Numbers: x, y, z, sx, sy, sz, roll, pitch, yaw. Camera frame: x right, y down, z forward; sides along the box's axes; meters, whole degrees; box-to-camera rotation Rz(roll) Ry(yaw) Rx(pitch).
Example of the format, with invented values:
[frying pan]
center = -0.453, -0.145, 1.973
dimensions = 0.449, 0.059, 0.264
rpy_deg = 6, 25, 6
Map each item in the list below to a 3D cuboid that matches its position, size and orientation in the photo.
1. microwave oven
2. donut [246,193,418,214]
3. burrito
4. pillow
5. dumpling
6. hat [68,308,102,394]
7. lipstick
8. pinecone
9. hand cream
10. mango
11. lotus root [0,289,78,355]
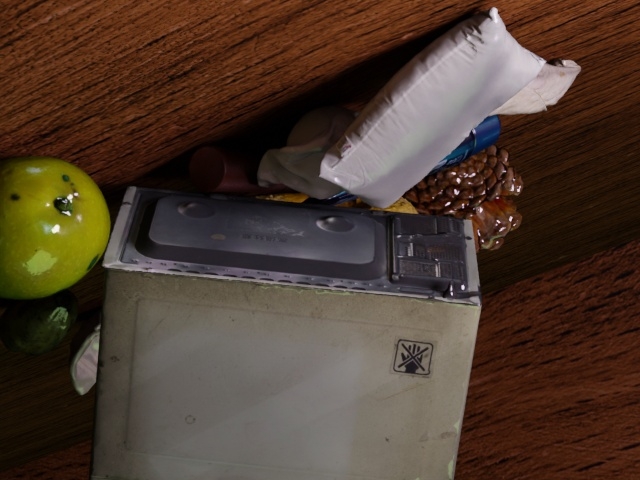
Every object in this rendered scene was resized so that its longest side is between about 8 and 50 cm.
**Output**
[microwave oven]
center = -0.041, 0.127, 1.939
dimensions = 0.394, 0.333, 0.247
rpy_deg = 7, -157, -1
[donut]
center = 0.000, 0.000, 2.185
dimensions = 0.303, 0.110, 0.303
rpy_deg = -3, -172, 0
[burrito]
center = 0.192, -0.172, 1.946
dimensions = 0.275, 0.059, 0.082
rpy_deg = -6, 147, -45
[pillow]
center = 0.118, -0.132, 1.817
dimensions = 0.254, 0.078, 0.144
rpy_deg = -43, 144, 15
[dumpling]
center = -0.010, -0.092, 1.929
dimensions = 0.134, 0.100, 0.169
rpy_deg = -19, -164, 24
[hat]
center = -0.288, 0.132, 2.719
dimensions = 0.219, 0.164, 0.226
rpy_deg = -20, -152, 14
[lipstick]
center = -0.025, -0.083, 2.067
dimensions = 0.057, 0.057, 0.356
rpy_deg = -24, 168, 32
[pinecone]
center = 0.185, -0.050, 2.323
dimensions = 0.179, 0.150, 0.195
rpy_deg = -23, 173, -2
[hand cream]
center = 0.089, -0.086, 2.064
dimensions = 0.270, 0.061, 0.120
rpy_deg = -27, -175, -25
[mango]
center = -0.312, -0.006, 1.803
dimensions = 0.175, 0.143, 0.293
rpy_deg = -9, 177, -23
[lotus root]
center = -0.386, 0.107, 2.402
dimensions = 0.089, 0.081, 0.179
rpy_deg = 15, 149, -29
